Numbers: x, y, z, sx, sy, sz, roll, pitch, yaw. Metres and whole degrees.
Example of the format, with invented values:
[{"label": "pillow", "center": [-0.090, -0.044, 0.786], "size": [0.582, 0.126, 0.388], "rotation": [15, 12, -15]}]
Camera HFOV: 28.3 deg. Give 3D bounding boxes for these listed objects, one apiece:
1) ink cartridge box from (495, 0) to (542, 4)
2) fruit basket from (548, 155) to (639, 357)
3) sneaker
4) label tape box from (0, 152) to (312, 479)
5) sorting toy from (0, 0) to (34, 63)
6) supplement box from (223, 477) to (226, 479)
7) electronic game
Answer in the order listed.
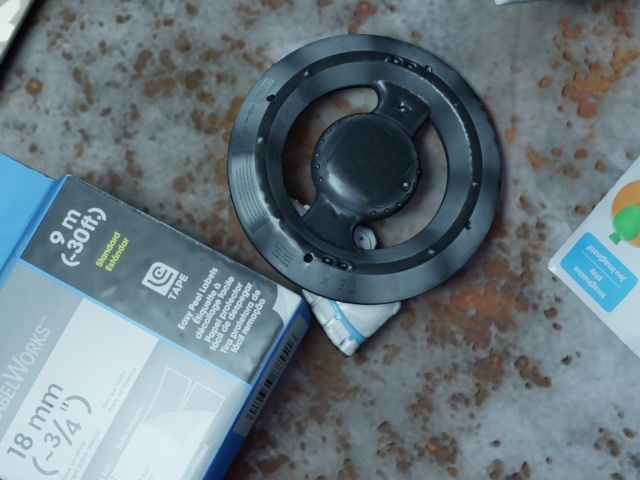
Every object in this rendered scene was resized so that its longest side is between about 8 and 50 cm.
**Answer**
[{"label": "ink cartridge box", "center": [0.249, -0.279, 0.917], "size": [0.232, 0.171, 0.168], "rotation": [-10, 90, -24]}, {"label": "fruit basket", "center": [0.384, -0.004, 0.940], "size": [0.353, 0.165, 0.327], "rotation": [-49, 64, 15]}, {"label": "sneaker", "center": [0.000, 0.000, 1.081], "size": [0.083, 0.071, 0.191], "rotation": [-34, 90, -4]}, {"label": "label tape box", "center": [-0.210, 0.083, 1.053], "size": [0.333, 0.106, 0.241], "rotation": [27, 81, 10]}, {"label": "sorting toy", "center": [-0.328, -0.195, 1.121], "size": [0.132, 0.046, 0.274], "rotation": [29, 92, 6]}, {"label": "supplement box", "center": [-0.122, 0.207, 1.115], "size": [0.055, 0.043, 0.083], "rotation": [-33, 88, 9]}, {"label": "electronic game", "center": [0.037, -0.060, 1.048], "size": [0.229, 0.048, 0.229], "rotation": [2, 79, -8]}]
